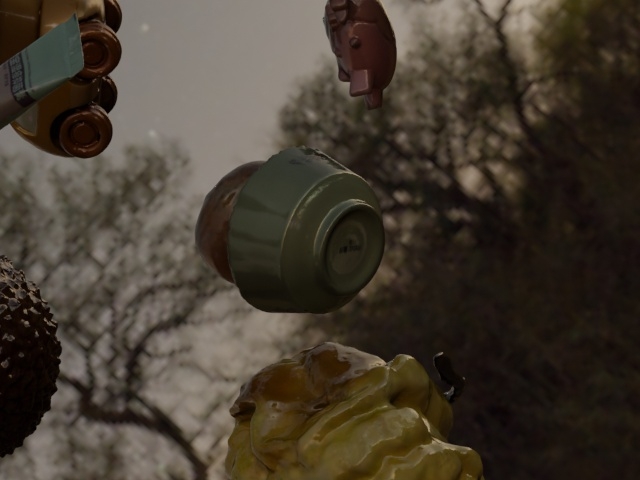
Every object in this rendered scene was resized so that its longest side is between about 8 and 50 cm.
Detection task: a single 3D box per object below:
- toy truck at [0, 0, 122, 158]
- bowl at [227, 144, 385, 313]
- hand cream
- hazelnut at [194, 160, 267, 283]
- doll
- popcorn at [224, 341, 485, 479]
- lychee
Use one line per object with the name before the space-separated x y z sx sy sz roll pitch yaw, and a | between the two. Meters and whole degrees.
toy truck | -0.400 -0.269 2.356 0.204 0.212 0.288 -100 19 -61
bowl | 0.000 0.000 1.899 0.211 0.112 0.211 -20 -61 -42
hand cream | -0.385 -0.131 1.751 0.331 0.085 0.058 -29 -43 19
hazelnut | -0.110 -0.030 2.557 0.214 0.176 0.214 -23 -61 -52
doll | 0.055 -0.292 2.241 0.093 0.211 0.262 -13 -14 12
popcorn | 0.066 0.273 1.955 0.382 0.349 0.349 -39 -14 -40
lychee | -0.442 0.132 1.867 0.276 0.304 0.275 -10 -46 -10
